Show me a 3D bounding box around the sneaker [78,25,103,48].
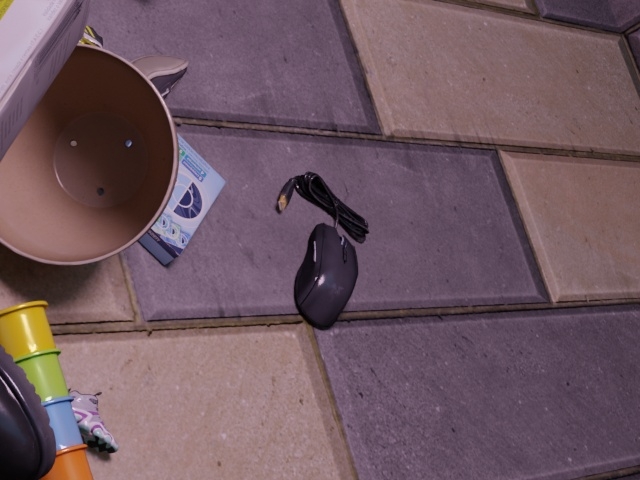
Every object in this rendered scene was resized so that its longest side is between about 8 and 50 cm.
[{"bbox_3d":[-0.359,-0.310,2.148,0.083,0.031,0.035,43,28,-25],"label":"sneaker"}]

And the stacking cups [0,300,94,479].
[{"bbox_3d":[-0.333,0.236,1.786,0.096,0.096,0.316,-13,79,-49],"label":"stacking cups"}]

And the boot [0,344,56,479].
[{"bbox_3d":[-0.541,0.197,1.529,0.367,0.146,0.445,49,33,7],"label":"boot"}]

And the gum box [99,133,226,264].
[{"bbox_3d":[-0.237,-0.079,2.116,0.157,0.041,0.184,45,41,-17],"label":"gum box"}]

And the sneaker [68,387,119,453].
[{"bbox_3d":[-0.293,0.227,1.866,0.098,0.038,0.069,41,43,-21],"label":"sneaker"}]

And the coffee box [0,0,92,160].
[{"bbox_3d":[-0.471,-0.222,1.543,0.334,0.337,0.338,32,76,-7],"label":"coffee box"}]

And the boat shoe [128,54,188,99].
[{"bbox_3d":[-0.268,-0.231,2.182,0.206,0.075,0.065,-42,141,-55],"label":"boat shoe"}]

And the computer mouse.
[{"bbox_3d":[0.000,0.000,2.299,0.184,0.060,0.262,43,42,-20],"label":"computer mouse"}]

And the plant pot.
[{"bbox_3d":[-0.315,-0.111,1.915,0.284,0.284,0.191,60,4,2],"label":"plant pot"}]
